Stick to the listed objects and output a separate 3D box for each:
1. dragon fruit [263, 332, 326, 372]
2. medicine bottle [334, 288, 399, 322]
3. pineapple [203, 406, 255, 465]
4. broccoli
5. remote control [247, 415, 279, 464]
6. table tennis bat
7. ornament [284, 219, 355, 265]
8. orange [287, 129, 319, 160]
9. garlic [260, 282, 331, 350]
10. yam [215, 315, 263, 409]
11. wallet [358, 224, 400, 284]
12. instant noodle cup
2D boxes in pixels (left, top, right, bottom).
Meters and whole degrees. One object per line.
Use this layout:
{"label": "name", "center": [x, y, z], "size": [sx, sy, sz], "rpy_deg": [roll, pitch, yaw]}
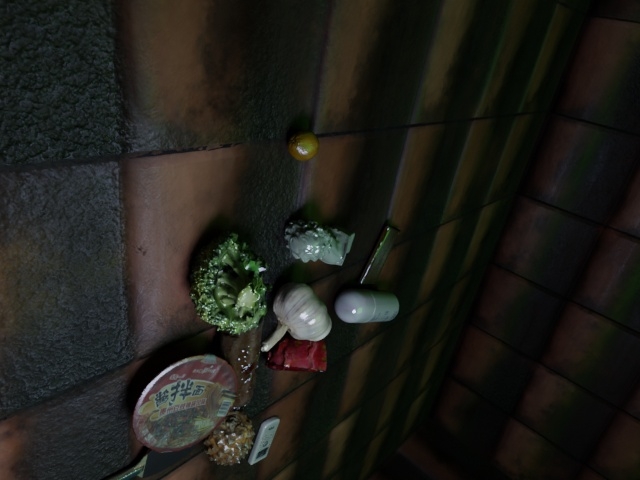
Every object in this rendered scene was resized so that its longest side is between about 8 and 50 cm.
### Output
{"label": "dragon fruit", "center": [-0.082, 0.353, 1.426], "size": [0.189, 0.163, 0.262], "rpy_deg": [-55, -171, -29]}
{"label": "medicine bottle", "center": [0.174, 0.250, 1.718], "size": [0.341, 0.130, 0.130], "rpy_deg": [11, 106, -55]}
{"label": "pineapple", "center": [-0.280, 0.603, 1.371], "size": [0.166, 0.166, 0.193], "rpy_deg": [-22, 138, -43]}
{"label": "broccoli", "center": [-0.207, 0.100, 1.058], "size": [0.198, 0.176, 0.226], "rpy_deg": [-4, 135, -43]}
{"label": "remote control", "center": [-0.210, 0.746, 1.681], "size": [0.088, 0.029, 0.190], "rpy_deg": [0, 114, -54]}
{"label": "table tennis bat", "center": [-0.459, 0.605, 1.229], "size": [0.301, 0.022, 0.173], "rpy_deg": [-13, 136, -43]}
{"label": "ornament", "center": [0.012, 0.010, 1.317], "size": [0.285, 0.130, 0.120], "rpy_deg": [10, 102, -56]}
{"label": "orange", "center": [-0.042, -0.235, 1.105], "size": [0.085, 0.085, 0.085], "rpy_deg": [-33, 138, -35]}
{"label": "garlic", "center": [-0.088, 0.244, 1.302], "size": [0.226, 0.199, 0.199], "rpy_deg": [-44, 144, -26]}
{"label": "yam", "center": [-0.230, 0.319, 1.242], "size": [0.131, 0.131, 0.279], "rpy_deg": [-18, 126, -46]}
{"label": "wallet", "center": [0.224, 0.057, 1.722], "size": [0.133, 0.039, 0.243], "rpy_deg": [6, 110, -61]}
{"label": "instant noodle cup", "center": [-0.350, 0.392, 1.142], "size": [0.274, 0.091, 0.273], "rpy_deg": [-16, 117, -35]}
